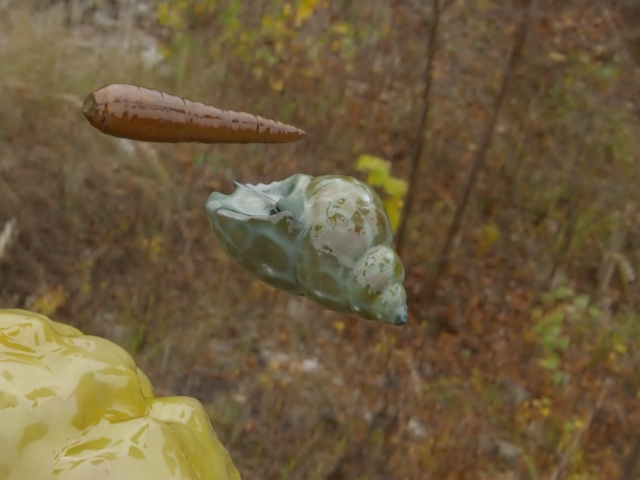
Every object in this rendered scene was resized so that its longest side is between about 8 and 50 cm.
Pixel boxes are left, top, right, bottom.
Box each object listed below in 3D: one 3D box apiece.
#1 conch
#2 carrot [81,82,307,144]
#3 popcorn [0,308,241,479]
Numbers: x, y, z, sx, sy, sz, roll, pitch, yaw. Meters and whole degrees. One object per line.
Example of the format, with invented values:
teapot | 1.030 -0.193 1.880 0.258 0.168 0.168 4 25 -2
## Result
conch | -0.008 -0.001 1.274 0.173 0.106 0.116 6 8 8
carrot | -0.103 -0.103 1.398 0.216 0.048 0.048 6 30 -31
popcorn | -0.183 0.210 0.674 0.349 0.349 0.382 19 32 9
